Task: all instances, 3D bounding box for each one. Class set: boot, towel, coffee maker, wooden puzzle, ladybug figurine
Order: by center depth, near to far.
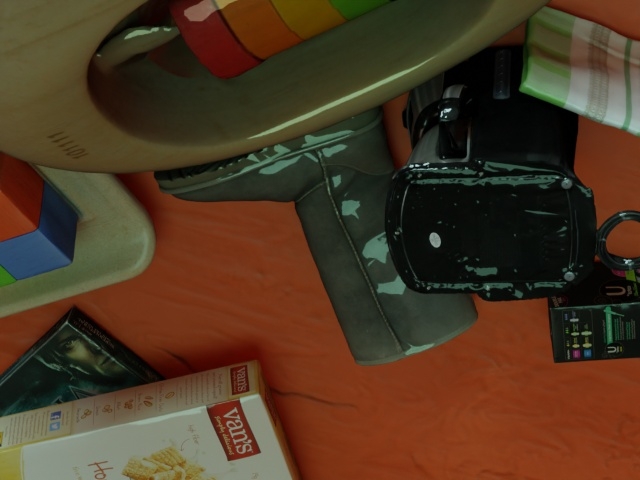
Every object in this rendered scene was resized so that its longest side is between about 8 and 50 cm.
[{"bbox_3d":[-0.022,-0.192,0.887,0.449,0.162,0.305,-22,154,10],"label":"ladybug figurine"},{"bbox_3d":[0.206,-0.106,0.977,0.152,0.113,0.023,19,126,-5],"label":"towel"},{"bbox_3d":[0.134,-0.043,0.982,0.171,0.178,0.120,19,122,-2],"label":"coffee maker"},{"bbox_3d":[-0.333,-0.038,1.029,0.322,0.080,0.348,-16,135,20],"label":"wooden puzzle"},{"bbox_3d":[-0.001,0.002,1.093,0.190,0.076,0.208,-13,124,15],"label":"boot"}]

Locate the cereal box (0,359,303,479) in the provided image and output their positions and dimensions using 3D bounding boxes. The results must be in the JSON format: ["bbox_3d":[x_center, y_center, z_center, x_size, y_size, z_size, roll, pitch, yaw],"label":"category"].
[{"bbox_3d":[-0.141,0.193,1.194,0.240,0.047,0.173,-13,128,7],"label":"cereal box"}]

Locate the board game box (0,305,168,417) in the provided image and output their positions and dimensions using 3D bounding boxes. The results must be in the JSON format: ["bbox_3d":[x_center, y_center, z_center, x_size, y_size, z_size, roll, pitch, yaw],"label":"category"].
[{"bbox_3d":[-0.215,0.150,1.218,0.126,0.026,0.186,40,116,-17],"label":"board game box"}]

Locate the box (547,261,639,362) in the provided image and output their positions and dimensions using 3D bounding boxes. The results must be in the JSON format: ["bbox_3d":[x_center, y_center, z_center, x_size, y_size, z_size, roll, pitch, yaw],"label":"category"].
[{"bbox_3d":[0.211,0.051,1.096,0.083,0.062,0.052,-5,120,9],"label":"box"}]
